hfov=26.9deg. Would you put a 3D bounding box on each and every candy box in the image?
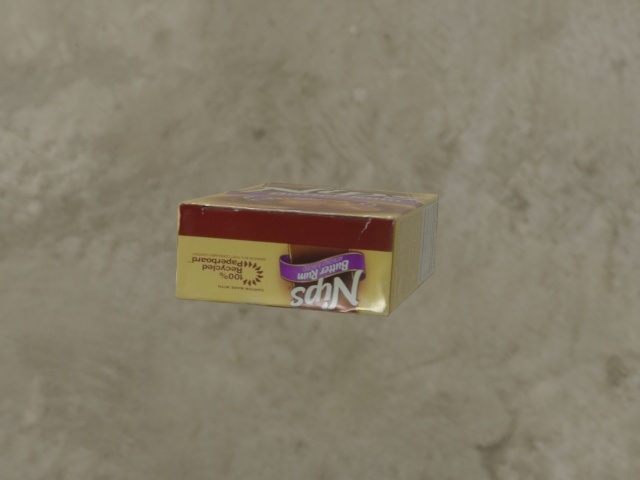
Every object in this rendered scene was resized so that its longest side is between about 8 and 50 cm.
[{"bbox_3d":[0.000,0.000,0.725,0.109,0.186,0.053,4,95,10],"label":"candy box"}]
